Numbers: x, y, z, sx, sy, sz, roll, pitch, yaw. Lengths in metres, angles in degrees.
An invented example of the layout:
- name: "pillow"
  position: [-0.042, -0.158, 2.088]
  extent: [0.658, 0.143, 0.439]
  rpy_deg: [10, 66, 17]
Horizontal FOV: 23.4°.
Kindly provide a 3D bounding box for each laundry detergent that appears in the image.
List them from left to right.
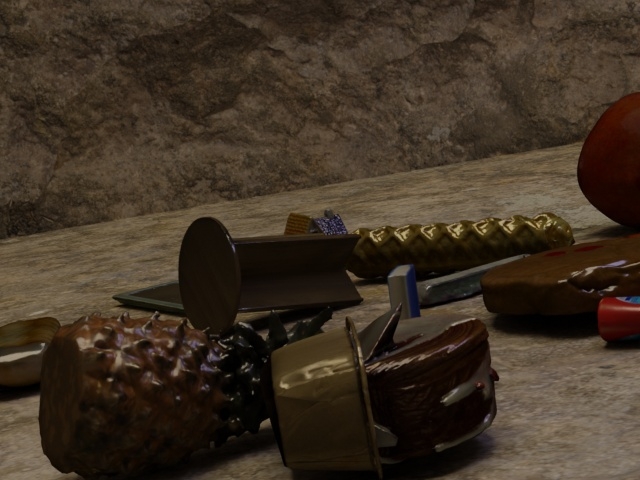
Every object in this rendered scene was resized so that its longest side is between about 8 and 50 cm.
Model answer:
- name: "laundry detergent"
  position: [0.391, 0.084, 1.687]
  extent: [0.165, 0.049, 0.097]
  rpy_deg: [-3, 0, 23]

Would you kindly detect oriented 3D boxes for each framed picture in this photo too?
- name: "framed picture"
  position: [-0.167, 0.080, 2.443]
  extent: [0.231, 0.018, 0.293]
  rpy_deg: [-13, 9, -31]

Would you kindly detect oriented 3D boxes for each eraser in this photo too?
- name: "eraser"
  position: [0.105, 0.077, 1.909]
  extent: [0.027, 0.084, 0.063]
  rpy_deg: [-6, 9, 13]

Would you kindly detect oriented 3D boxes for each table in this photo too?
- name: "table"
  position: [-0.061, 0.044, 2.160]
  extent: [0.227, 0.167, 0.167]
  rpy_deg: [-4, 4, -32]

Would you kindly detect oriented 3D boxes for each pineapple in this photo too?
- name: "pineapple"
  position: [-0.103, 0.144, 1.514]
  extent: [0.340, 0.169, 0.169]
  rpy_deg: [-1, 2, -32]

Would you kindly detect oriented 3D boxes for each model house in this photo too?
- name: "model house"
  position: [0.000, 0.000, 2.525]
  extent: [0.101, 0.100, 0.088]
  rpy_deg: [-12, 8, -24]

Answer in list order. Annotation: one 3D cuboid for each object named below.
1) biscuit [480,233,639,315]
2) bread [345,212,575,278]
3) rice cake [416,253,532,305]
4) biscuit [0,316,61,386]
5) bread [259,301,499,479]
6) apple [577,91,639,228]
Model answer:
- name: "biscuit"
  position: [0.391, 0.034, 1.903]
  extent: [0.381, 0.074, 0.359]
  rpy_deg: [-10, 5, 14]
- name: "bread"
  position: [0.197, 0.010, 2.282]
  extent: [0.367, 0.077, 0.084]
  rpy_deg: [-5, -17, 27]
- name: "rice cake"
  position: [0.212, 0.055, 2.134]
  extent: [0.207, 0.036, 0.047]
  rpy_deg: [-15, -3, -33]
- name: "biscuit"
  position: [-0.458, 0.161, 2.035]
  extent: [0.237, 0.062, 0.291]
  rpy_deg: [-11, 8, -9]
- name: "bread"
  position: [0.054, 0.128, 1.401]
  extent: [0.212, 0.142, 0.224]
  rpy_deg: [-13, 7, -1]
- name: "apple"
  position: [0.524, -0.125, 2.419]
  extent: [0.234, 0.234, 0.234]
  rpy_deg: [-9, 8, 1]
